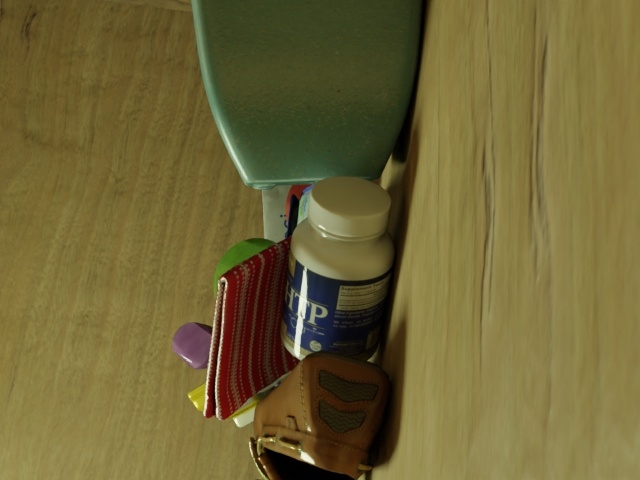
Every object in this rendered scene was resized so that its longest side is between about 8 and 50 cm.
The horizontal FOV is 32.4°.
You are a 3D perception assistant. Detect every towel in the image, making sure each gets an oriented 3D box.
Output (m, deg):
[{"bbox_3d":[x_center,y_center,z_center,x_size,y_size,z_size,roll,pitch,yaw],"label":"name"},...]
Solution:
[{"bbox_3d":[-0.026,0.076,1.274,0.275,0.031,0.199,-27,-45,-46],"label":"towel"}]

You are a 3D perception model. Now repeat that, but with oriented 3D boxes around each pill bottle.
[{"bbox_3d":[0.020,0.032,1.167,0.112,0.112,0.186,-89,6,-58],"label":"pill bottle"}]

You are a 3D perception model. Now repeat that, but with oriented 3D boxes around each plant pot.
[{"bbox_3d":[-0.015,-0.184,1.222,0.247,0.248,0.252,-167,75,-87],"label":"plant pot"}]

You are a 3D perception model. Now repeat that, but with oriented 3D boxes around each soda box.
[{"bbox_3d":[-0.038,0.039,1.808,0.091,0.098,0.286,68,-163,-71],"label":"soda box"}]

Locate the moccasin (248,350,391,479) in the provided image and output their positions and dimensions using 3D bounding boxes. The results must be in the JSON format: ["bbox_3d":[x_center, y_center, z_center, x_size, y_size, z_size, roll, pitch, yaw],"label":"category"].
[{"bbox_3d":[-0.006,0.234,1.198,0.380,0.139,0.147,129,157,-67],"label":"moccasin"}]

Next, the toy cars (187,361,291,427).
[{"bbox_3d":[-0.095,0.208,1.630,0.087,0.176,0.393,61,159,10],"label":"toy cars"}]

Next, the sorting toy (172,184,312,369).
[{"bbox_3d":[-0.058,0.051,1.604,0.365,0.127,0.126,-47,-21,6],"label":"sorting toy"}]

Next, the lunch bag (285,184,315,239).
[{"bbox_3d":[0.000,0.000,1.460,0.151,0.096,0.129,156,123,-65],"label":"lunch bag"}]
